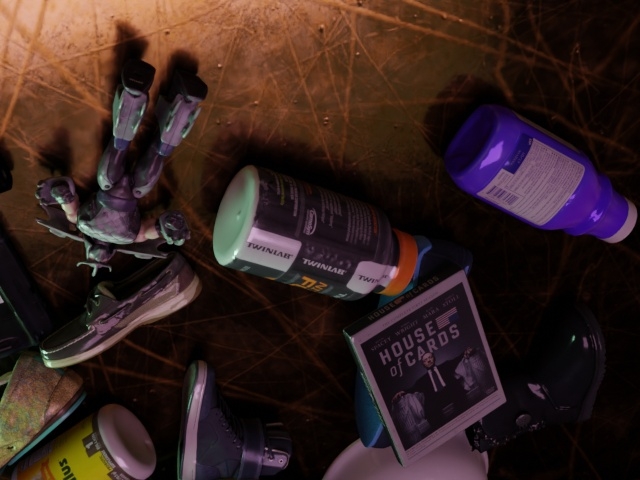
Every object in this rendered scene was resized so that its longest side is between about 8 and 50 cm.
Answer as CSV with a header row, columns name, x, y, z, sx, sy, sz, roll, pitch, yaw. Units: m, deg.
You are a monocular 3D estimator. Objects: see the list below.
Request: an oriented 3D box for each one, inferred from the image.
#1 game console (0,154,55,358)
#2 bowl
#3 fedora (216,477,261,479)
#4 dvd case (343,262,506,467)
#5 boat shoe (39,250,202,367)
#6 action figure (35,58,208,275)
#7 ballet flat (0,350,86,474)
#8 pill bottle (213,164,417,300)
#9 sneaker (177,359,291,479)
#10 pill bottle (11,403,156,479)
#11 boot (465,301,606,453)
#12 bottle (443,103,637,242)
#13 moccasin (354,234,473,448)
name,x,y,z,sx,sy,sz,roll,pitch,yaw
game console,-0.446,0.006,1.107,0.213,0.044,0.361,-19,125,-1
bowl,0.154,0.440,1.505,0.297,0.134,0.298,-8,125,-11
fedora,-0.129,0.408,1.421,0.194,0.079,0.194,-4,149,-3
dvd case,0.145,0.170,1.246,0.179,0.029,0.239,-30,120,-13
boat shoe,-0.264,0.083,1.189,0.223,0.080,0.073,-27,118,-5
action figure,-0.230,-0.069,1.085,0.185,0.099,0.285,11,122,-27
ballet flat,-0.456,0.277,1.251,0.123,0.123,0.348,34,109,-31
pill bottle,0.000,0.000,1.172,0.245,0.130,0.130,17,117,-24
sneaker,-0.119,0.259,1.332,0.163,0.086,0.226,2,127,-10
pill bottle,-0.346,0.330,1.301,0.215,0.117,0.117,-34,125,8
boot,0.318,0.218,1.426,0.207,0.094,0.246,-14,131,-11
bottle,0.300,-0.076,1.228,0.282,0.092,0.118,23,115,-27
moccasin,0.138,0.159,1.314,0.116,0.138,0.342,2,123,-22
